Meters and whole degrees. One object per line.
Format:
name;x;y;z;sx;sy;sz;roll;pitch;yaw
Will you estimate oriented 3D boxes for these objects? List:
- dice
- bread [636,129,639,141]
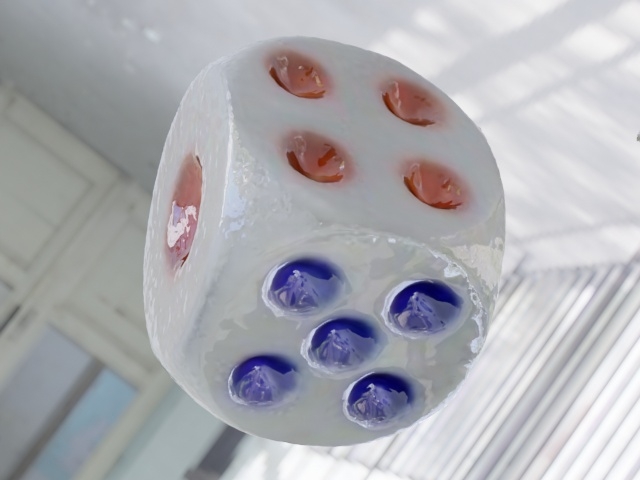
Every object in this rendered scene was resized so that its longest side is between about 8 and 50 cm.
dice;0.000;0.000;1.563;0.251;0.243;0.259;12;-144;-20
bread;0.323;-0.087;1.589;0.083;0.070;0.035;41;160;50
